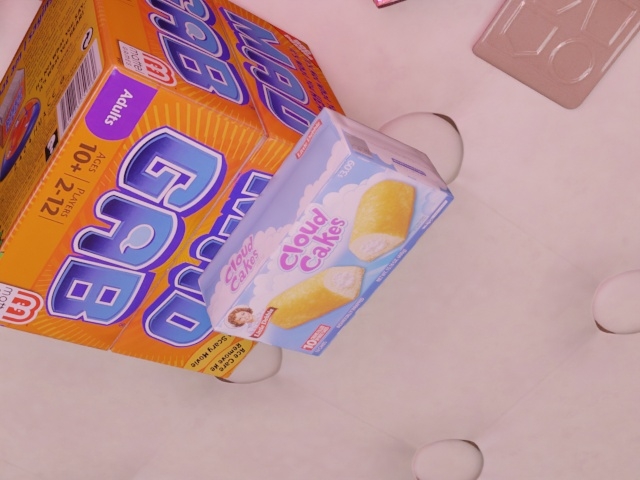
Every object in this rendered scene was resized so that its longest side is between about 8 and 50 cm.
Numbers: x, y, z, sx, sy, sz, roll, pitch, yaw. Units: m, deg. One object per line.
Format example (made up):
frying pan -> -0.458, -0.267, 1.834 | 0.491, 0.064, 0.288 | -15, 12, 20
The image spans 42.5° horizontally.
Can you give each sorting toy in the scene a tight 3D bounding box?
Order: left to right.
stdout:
sorting toy -> 0.350, -0.311, 1.178 | 0.193, 0.038, 0.208 | 26, 122, -16

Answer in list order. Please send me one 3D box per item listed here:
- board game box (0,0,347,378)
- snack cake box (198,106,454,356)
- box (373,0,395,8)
board game box -> -0.205, -0.102, 1.051 | 0.356, 0.356, 0.356 | 20, 121, -35
snack cake box -> 0.000, 0.000, 0.911 | 0.152, 0.089, 0.264 | 18, 123, -35
box -> 0.189, -0.410, 1.026 | 0.300, 0.142, 0.154 | -17, 102, 9
